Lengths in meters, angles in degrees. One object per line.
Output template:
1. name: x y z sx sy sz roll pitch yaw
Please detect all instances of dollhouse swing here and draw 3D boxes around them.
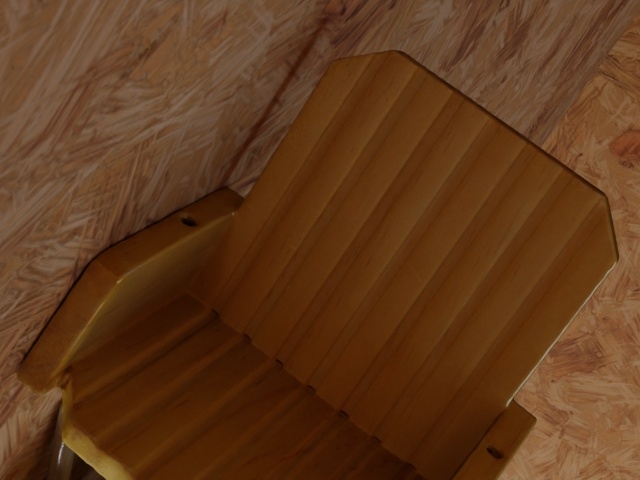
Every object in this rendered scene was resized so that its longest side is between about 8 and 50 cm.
1. dollhouse swing: 0.020 0.056 0.938 0.315 0.347 0.305 -34 158 -57

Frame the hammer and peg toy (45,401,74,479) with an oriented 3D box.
1. hammer and peg toy: -0.148 0.192 1.225 0.361 0.127 0.266 -44 165 -36
